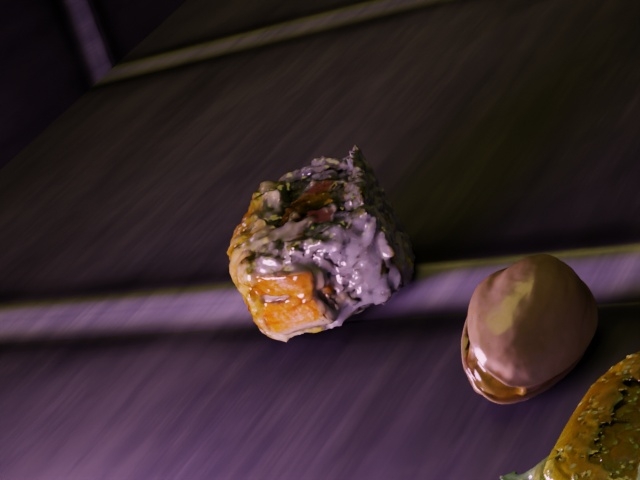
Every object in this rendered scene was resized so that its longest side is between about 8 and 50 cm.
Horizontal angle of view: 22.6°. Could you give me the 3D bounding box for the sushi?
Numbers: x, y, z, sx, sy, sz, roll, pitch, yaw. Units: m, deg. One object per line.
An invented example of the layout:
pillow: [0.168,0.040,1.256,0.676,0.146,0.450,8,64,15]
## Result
sushi: [0.000,0.000,1.757,0.184,0.139,0.274,-21,27,12]

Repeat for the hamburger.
hamburger: [0.230,0.157,1.100,0.235,0.125,0.214,13,32,40]

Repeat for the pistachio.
pistachio: [0.181,0.078,1.412,0.113,0.113,0.149,-5,45,46]
